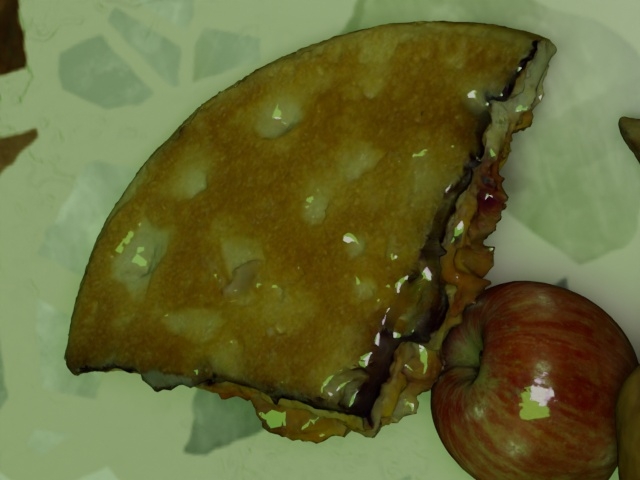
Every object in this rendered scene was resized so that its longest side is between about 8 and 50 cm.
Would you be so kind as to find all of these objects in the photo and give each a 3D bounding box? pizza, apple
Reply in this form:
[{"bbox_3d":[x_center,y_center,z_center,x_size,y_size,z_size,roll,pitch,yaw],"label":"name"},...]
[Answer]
[{"bbox_3d":[0.000,0.000,1.077,0.409,0.114,0.278,-40,65,12],"label":"pizza"},{"bbox_3d":[0.148,0.104,1.065,0.131,0.146,0.146,25,103,-16],"label":"apple"}]

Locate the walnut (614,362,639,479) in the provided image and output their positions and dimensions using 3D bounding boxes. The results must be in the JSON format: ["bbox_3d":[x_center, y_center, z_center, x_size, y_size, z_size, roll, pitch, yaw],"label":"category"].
[{"bbox_3d":[0.318,0.169,0.997,0.209,0.209,0.336,-29,120,15],"label":"walnut"}]

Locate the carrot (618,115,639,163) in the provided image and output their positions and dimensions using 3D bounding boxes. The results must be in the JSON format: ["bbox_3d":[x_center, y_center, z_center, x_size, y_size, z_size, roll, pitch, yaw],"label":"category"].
[{"bbox_3d":[0.309,-0.010,1.038,0.263,0.102,0.102,31,103,9],"label":"carrot"}]
